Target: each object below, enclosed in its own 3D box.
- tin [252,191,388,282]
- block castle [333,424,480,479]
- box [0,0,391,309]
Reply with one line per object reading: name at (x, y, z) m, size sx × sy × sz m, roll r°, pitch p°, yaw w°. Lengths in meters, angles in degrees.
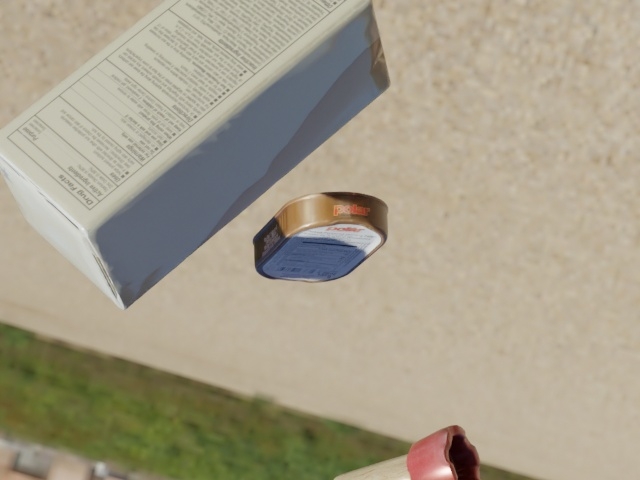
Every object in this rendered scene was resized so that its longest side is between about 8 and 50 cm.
tin at (0.000, 0.000, 1.708) m, size 0.106 × 0.040 × 0.189 m, roll 1°, pitch 160°, yaw -20°
block castle at (0.160, 0.452, 1.807) m, size 0.213 × 0.453 × 0.303 m, roll -20°, pitch -166°, yaw 25°
box at (-0.105, -0.106, 1.445) m, size 0.148 × 0.311 × 0.121 m, roll 41°, pitch 162°, yaw 32°
